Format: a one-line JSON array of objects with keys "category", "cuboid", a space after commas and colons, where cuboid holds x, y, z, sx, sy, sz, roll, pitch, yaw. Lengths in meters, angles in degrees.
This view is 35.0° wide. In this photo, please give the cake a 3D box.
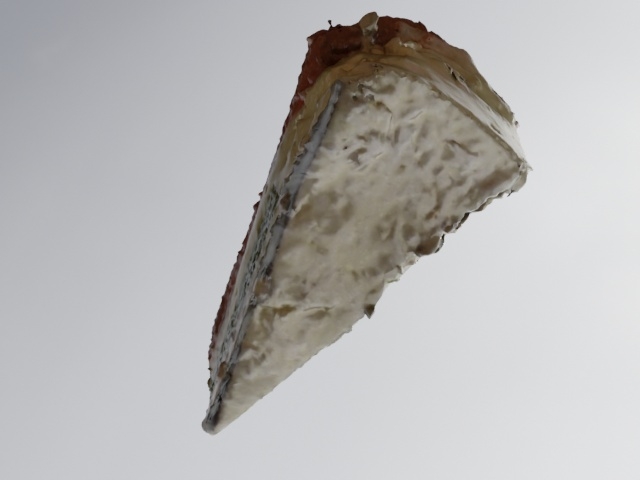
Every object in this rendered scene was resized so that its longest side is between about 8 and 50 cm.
[{"category": "cake", "cuboid": [-0.011, -0.015, 0.502, 0.220, 0.116, 0.086, -37, -157, 15]}]
